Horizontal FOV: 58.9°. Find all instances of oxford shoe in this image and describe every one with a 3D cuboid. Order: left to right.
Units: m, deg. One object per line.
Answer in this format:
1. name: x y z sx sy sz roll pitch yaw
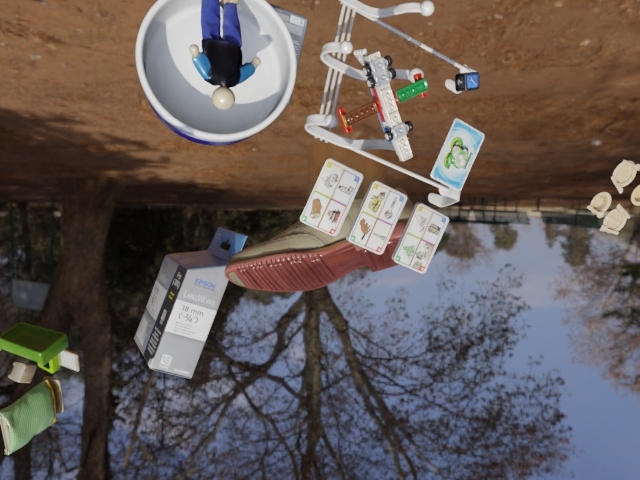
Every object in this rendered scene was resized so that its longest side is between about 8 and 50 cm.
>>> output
1. oxford shoe: 0.000 0.000 0.988 0.348 0.130 0.123 -12 149 8

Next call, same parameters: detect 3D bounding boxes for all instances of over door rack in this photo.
1. over door rack: 0.138 -0.218 0.855 0.324 0.239 0.108 22 165 -38

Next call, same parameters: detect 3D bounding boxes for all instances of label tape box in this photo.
1. label tape box: -0.310 0.116 1.314 0.106 0.333 0.241 22 176 -27

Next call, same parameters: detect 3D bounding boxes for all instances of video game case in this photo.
1. video game case: -0.155 -0.558 1.678 0.196 0.274 0.026 13 179 -23

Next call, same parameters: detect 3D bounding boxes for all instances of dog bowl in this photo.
1. dog bowl: -0.181 -0.300 0.987 0.265 0.264 0.104 0 -178 -15

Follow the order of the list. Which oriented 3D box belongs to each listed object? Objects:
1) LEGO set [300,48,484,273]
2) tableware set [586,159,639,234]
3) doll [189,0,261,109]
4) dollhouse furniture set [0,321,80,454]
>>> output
1. LEGO set: 0.092 -0.105 0.665 0.183 0.244 0.060 22 -177 -25
2. tableware set: 0.698 -0.098 1.318 0.141 0.168 0.020 31 -167 -26
3. doll: -0.154 -0.303 0.914 0.129 0.188 0.046 4 171 -39
4. dollhouse furniture set: -0.299 0.162 0.611 0.059 0.151 0.076 14 -154 15
